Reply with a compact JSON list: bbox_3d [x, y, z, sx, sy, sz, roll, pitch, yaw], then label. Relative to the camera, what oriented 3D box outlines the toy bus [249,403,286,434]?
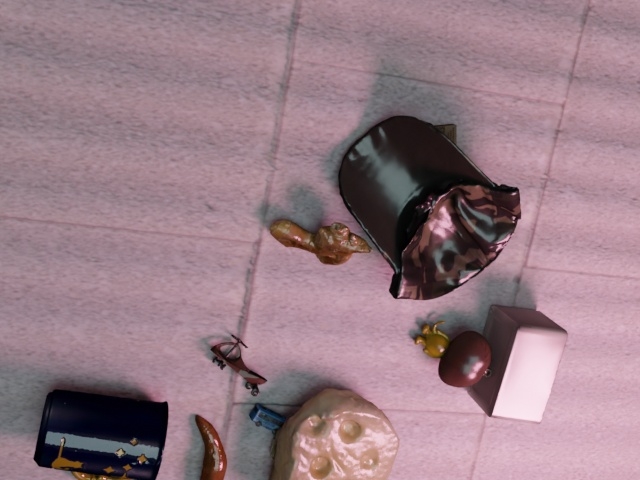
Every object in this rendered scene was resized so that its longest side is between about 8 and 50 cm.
[{"bbox_3d":[-0.124,0.420,1.926,0.083,0.038,0.046,31,93,-22],"label":"toy bus"}]

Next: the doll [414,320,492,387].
[{"bbox_3d":[0.327,0.264,1.964,0.145,0.096,0.188,-37,82,6],"label":"doll"}]

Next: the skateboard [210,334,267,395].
[{"bbox_3d":[-0.181,0.279,1.861,0.151,0.067,0.080,42,83,-18],"label":"skateboard"}]

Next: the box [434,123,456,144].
[{"bbox_3d":[0.266,-0.233,1.848,0.083,0.024,0.053,-9,108,-14],"label":"box"}]

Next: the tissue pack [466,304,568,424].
[{"bbox_3d":[0.473,0.299,1.991,0.136,0.159,0.246,9,104,-16],"label":"tissue pack"}]

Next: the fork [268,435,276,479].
[{"bbox_3d":[-0.117,0.564,1.975,0.034,0.028,0.219,6,104,-20],"label":"fork"}]

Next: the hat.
[{"bbox_3d":[0.237,-0.085,1.841,0.366,0.257,0.381,-37,76,14],"label":"hat"}]

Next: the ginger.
[{"bbox_3d":[-0.003,-0.006,1.798,0.214,0.133,0.058,25,57,-14],"label":"ginger"}]

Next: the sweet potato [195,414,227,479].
[{"bbox_3d":[-0.257,0.531,1.913,0.078,0.058,0.255,4,101,5],"label":"sweet potato"}]

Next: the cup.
[{"bbox_3d":[-0.481,0.456,1.766,0.257,0.178,0.254,11,101,-16],"label":"cup"}]

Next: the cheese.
[{"bbox_3d":[0.026,0.512,1.935,0.326,0.115,0.318,-34,117,-13],"label":"cheese"}]
